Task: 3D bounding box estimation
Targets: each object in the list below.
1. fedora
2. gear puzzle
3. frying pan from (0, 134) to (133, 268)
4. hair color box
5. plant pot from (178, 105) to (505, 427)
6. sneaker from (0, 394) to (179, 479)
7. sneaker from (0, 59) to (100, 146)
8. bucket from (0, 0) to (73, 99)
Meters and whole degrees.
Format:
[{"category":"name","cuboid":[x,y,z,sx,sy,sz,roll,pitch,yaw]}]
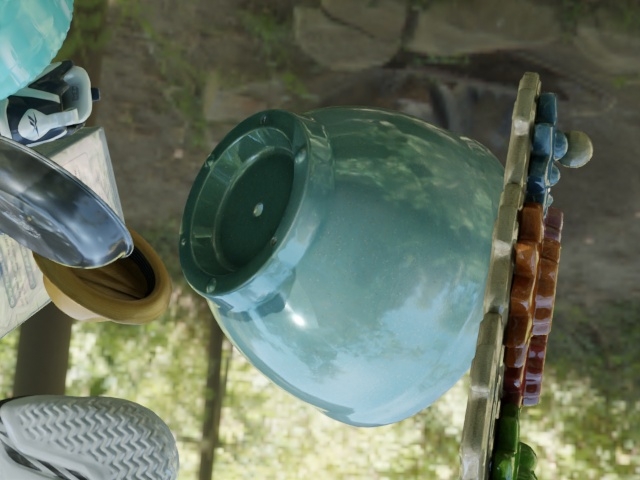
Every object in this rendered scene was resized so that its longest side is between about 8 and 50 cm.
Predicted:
[{"category":"fedora","cuboid":[-0.286,0.047,1.500,0.194,0.194,0.079,13,132,-35]},{"category":"gear puzzle","cuboid":[0.104,0.082,0.620,0.044,0.339,0.175,7,146,11]},{"category":"frying pan","cuboid":[-0.321,-0.043,1.186,0.326,0.053,0.197,10,150,38]},{"category":"hair color box","cuboid":[-0.415,-0.012,1.617,0.114,0.185,0.374,-1,-158,22]},{"category":"plant pot","cuboid":[0.000,0.000,1.056,0.196,0.293,0.293,25,156,-36]},{"category":"sneaker","cuboid":[-0.259,0.203,0.995,0.366,0.137,0.210,-20,177,16]},{"category":"sneaker","cuboid":[-0.349,-0.173,1.454,0.153,0.094,0.235,-12,-161,-11]},{"category":"bucket","cuboid":[-0.405,-0.285,1.258,0.281,0.281,0.183,1,156,11]}]
